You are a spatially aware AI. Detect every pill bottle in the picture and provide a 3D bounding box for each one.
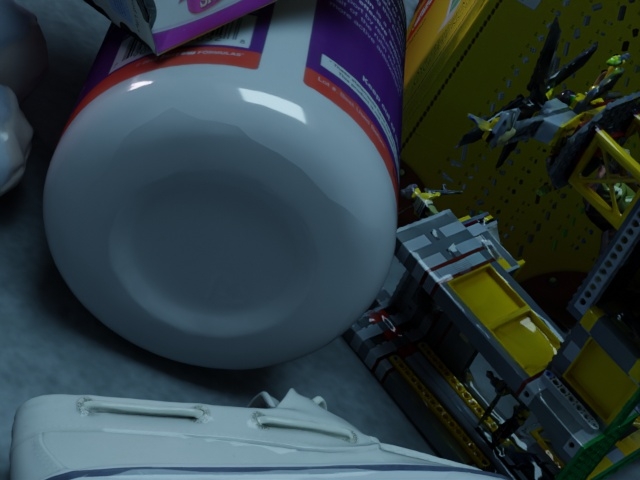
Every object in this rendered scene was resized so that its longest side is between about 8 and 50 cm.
[{"bbox_3d":[-0.041,-0.089,0.761,0.181,0.181,0.323,25,35,-13],"label":"pill bottle"}]

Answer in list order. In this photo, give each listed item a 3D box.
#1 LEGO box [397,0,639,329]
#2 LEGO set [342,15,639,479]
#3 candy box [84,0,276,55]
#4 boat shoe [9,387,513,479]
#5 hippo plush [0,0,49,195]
[{"bbox_3d":[0.245,-0.246,0.905,0.193,0.500,0.372,29,36,-6],"label":"LEGO box"},{"bbox_3d":[0.157,-0.004,0.737,0.255,0.331,0.192,-26,62,-29],"label":"LEGO set"},{"bbox_3d":[-0.077,-0.193,0.696,0.159,0.071,0.233,-28,37,-18],"label":"candy box"},{"bbox_3d":[-0.018,0.116,0.618,0.267,0.096,0.088,4,49,-25],"label":"boat shoe"},{"bbox_3d":[-0.239,-0.178,0.655,0.294,0.236,0.234,39,35,7],"label":"hippo plush"}]
